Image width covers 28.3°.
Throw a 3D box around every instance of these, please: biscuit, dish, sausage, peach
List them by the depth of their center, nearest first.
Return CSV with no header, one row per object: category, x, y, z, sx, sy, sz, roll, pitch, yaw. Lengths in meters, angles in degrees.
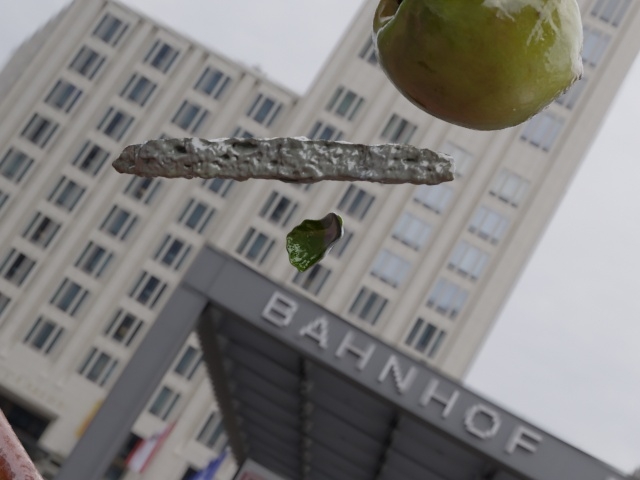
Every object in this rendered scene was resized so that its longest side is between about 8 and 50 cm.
biscuit,-0.026,-0.068,1.063,0.290,0.038,0.141,2,4,12
sausage,-0.456,0.320,1.789,0.330,0.102,0.102,53,-10,21
peach,0.245,-0.322,2.006,0.316,0.281,0.314,36,-22,-23
dish,0.000,0.000,2.344,0.137,0.091,0.039,-34,-29,28
